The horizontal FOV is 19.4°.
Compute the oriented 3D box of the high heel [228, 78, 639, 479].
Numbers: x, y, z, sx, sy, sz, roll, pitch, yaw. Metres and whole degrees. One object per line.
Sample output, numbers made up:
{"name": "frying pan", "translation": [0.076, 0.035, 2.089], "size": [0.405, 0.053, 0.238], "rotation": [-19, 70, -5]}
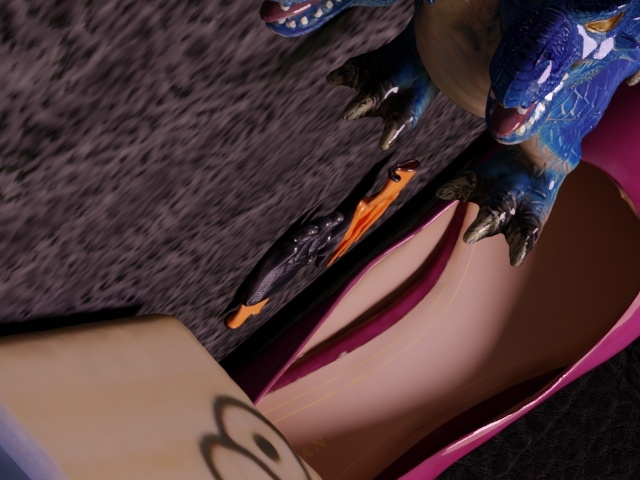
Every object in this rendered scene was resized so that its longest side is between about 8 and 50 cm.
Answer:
{"name": "high heel", "translation": [0.071, 0.044, 0.866], "size": [0.377, 0.127, 0.181], "rotation": [-41, -177, 9]}

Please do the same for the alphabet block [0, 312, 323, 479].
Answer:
{"name": "alphabet block", "translation": [-0.077, 0.150, 0.527], "size": [0.193, 0.192, 0.197], "rotation": [-43, 171, 9]}

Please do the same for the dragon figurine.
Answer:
{"name": "dragon figurine", "translation": [0.089, -0.086, 0.477], "size": [0.289, 0.085, 0.144], "rotation": [-36, 169, -35]}

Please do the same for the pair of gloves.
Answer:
{"name": "pair of gloves", "translation": [0.000, 0.000, 0.751], "size": [0.083, 0.010, 0.074], "rotation": [-32, 168, -43]}
